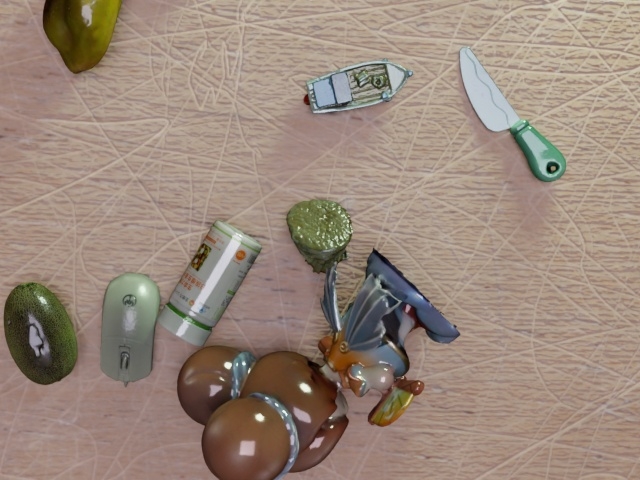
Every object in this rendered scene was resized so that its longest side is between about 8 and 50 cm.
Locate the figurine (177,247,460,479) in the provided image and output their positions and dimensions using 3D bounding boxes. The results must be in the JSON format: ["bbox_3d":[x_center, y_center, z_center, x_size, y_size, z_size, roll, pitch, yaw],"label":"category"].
[{"bbox_3d":[-0.002,0.196,1.404,0.388,0.276,0.248,-45,120,2],"label":"figurine"}]

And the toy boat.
[{"bbox_3d":[0.058,-0.241,1.464,0.173,0.059,0.069,-13,95,-3],"label":"toy boat"}]

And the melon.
[{"bbox_3d":[-0.430,0.142,1.435,0.099,0.099,0.162,-18,96,-3],"label":"melon"}]

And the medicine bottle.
[{"bbox_3d":[-0.171,0.065,1.454,0.086,0.086,0.183,31,90,-5],"label":"medicine bottle"}]

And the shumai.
[{"bbox_3d":[0.001,0.000,1.471,0.099,0.124,0.087,-11,136,-7],"label":"shumai"}]

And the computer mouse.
[{"bbox_3d":[-0.301,0.143,1.466,0.089,0.056,0.181,6,94,0],"label":"computer mouse"}]

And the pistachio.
[{"bbox_3d":[-0.353,-0.346,1.405,0.100,0.110,0.189,18,92,-37],"label":"pistachio"}]

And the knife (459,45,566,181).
[{"bbox_3d":[0.295,-0.196,1.504,0.063,0.034,0.260,-41,89,6],"label":"knife"}]
